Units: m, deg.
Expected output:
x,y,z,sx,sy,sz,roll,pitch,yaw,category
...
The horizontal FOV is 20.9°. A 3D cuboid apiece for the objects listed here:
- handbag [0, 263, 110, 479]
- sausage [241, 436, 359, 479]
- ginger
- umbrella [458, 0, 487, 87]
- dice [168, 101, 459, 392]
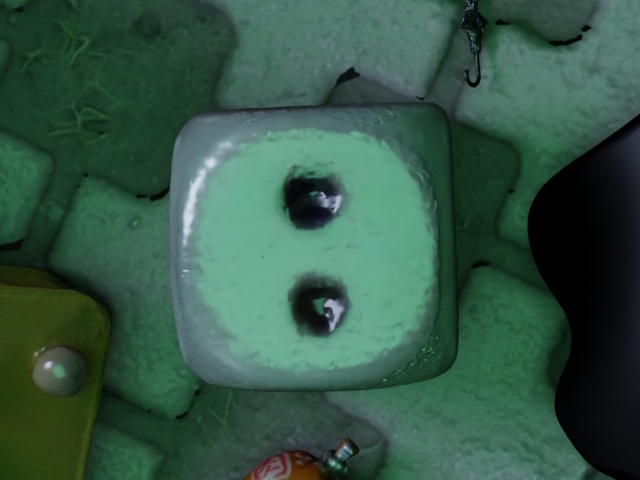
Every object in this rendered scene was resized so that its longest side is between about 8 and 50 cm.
x,y,z,sx,sy,sz,roll,pitch,yaw,category
-0.312,0.208,1.221,0.283,0.133,0.401,7,101,-28,handbag
-0.077,0.267,1.295,0.093,0.093,0.312,39,97,0,sausage
0.364,0.052,1.178,0.413,0.211,0.358,-6,82,42,ginger
0.112,-0.186,1.273,0.022,0.022,0.149,-1,87,41,umbrella
0.000,0.000,1.212,0.194,0.193,0.192,-1,94,3,dice
